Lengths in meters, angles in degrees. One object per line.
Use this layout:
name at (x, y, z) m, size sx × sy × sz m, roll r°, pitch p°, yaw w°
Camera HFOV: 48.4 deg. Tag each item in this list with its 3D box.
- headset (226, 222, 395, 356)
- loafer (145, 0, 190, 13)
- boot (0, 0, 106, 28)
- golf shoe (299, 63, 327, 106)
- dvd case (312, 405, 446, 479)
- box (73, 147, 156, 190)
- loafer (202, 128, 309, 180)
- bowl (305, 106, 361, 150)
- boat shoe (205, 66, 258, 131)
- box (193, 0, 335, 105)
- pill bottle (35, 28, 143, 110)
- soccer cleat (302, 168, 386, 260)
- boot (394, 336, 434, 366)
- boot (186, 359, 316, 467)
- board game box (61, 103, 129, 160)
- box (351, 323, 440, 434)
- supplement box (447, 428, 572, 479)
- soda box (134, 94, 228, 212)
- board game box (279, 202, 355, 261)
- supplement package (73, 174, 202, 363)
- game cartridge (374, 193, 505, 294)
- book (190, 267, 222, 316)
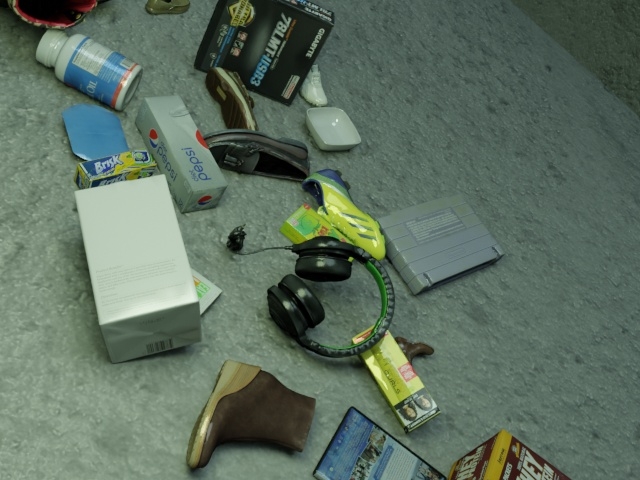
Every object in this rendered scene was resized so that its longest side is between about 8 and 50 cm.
headset at (-0.031, 0.094, 1.549) m, size 0.394 × 0.185 × 0.243 m, roll 33°, pitch 73°, yaw -4°
loafer at (-0.427, -0.678, 2.021) m, size 0.056 × 0.050 × 0.148 m, roll 48°, pitch 46°, yaw 12°
boot at (-0.605, -0.599, 1.706) m, size 0.377 × 0.138 × 0.284 m, roll -14°, pitch 32°, yaw -34°
golf shoe at (-0.027, -0.467, 2.066) m, size 0.069 × 0.086 × 0.176 m, roll -18°, pitch 67°, yaw -42°
dvd case at (0.124, 0.473, 1.428) m, size 0.253 × 0.022 × 0.180 m, roll 37°, pitch 44°, yaw 1°
box at (-0.450, -0.151, 1.567) m, size 0.168 × 0.059 × 0.054 m, roll -23°, pitch 66°, yaw -41°
loafer at (-0.154, -0.205, 1.763) m, size 0.302 × 0.109 × 0.095 m, roll 2°, pitch 58°, yaw -34°
bowl at (0.029, -0.304, 1.987) m, size 0.142 × 0.053 × 0.142 m, roll -9°, pitch 60°, yaw -35°
boat shoe at (-0.208, -0.359, 1.862) m, size 0.095 × 0.095 × 0.258 m, roll -6°, pitch 57°, yaw -39°
box at (-0.153, -0.530, 1.892) m, size 0.293 × 0.295 × 0.073 m, roll 20°, pitch 46°, yaw -17°
pill bottle at (-0.545, -0.409, 1.678) m, size 0.221 × 0.124 × 0.124 m, roll 27°, pitch 45°, yaw -8°
soccer cleat at (0.056, -0.055, 1.780) m, size 0.121 × 0.093 × 0.289 m, roll -21°, pitch 66°, yaw -30°
boot at (0.210, 0.284, 1.625) m, size 0.106 × 0.037 × 0.114 m, roll 15°, pitch 46°, yaw -8°
boot at (-0.122, 0.348, 1.332) m, size 0.206 × 0.090 × 0.248 m, roll 28°, pitch 41°, yaw -6°
board game box at (-0.514, -0.235, 1.620) m, size 0.133 × 0.033 × 0.169 m, roll -4°, pitch 62°, yaw -39°
box at (0.161, 0.297, 1.548) m, size 0.087 × 0.058 × 0.232 m, roll -28°, pitch 69°, yaw -10°
supplement box at (0.373, 0.517, 1.421) m, size 0.194 × 0.191 × 0.129 m, roll 36°, pitch 44°, yaw 1°
soda box at (-0.327, -0.206, 1.664) m, size 0.098 × 0.091 × 0.286 m, roll -12°, pitch 62°, yaw -38°
board game box at (0.000, 0.000, 1.726) m, size 0.181 × 0.043 × 0.092 m, roll 40°, pitch 44°, yaw 4°
supplement package at (-0.345, 0.051, 1.354) m, size 0.177 × 0.175 × 0.293 m, roll -12°, pitch 60°, yaw -14°
game cartridge at (0.314, 0.000, 1.907) m, size 0.355 × 0.068 × 0.230 m, roll -16°, pitch 60°, yaw -39°
book at (-0.289, 0.096, 1.485) m, size 0.144 × 0.035 × 0.096 m, roll 35°, pitch 43°, yaw 3°
